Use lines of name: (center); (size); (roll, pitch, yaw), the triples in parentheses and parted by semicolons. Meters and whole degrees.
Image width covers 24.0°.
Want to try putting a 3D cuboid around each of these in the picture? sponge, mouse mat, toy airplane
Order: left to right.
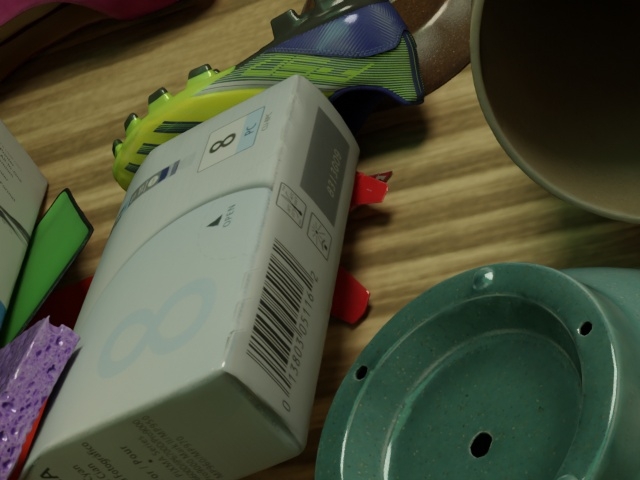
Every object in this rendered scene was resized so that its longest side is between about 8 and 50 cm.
sponge: (-0.240, 0.135, 1.005); (0.210, 0.031, 0.117); (-33, 28, 47)
mouse mat: (-0.235, 0.035, 1.195); (0.152, 0.007, 0.190); (-54, 19, 1)
toy airplane: (0.000, 0.000, 1.097); (0.151, 0.028, 0.151); (-21, 46, 24)

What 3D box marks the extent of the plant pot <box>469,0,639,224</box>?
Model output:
plant pot: (0.206, -0.188, 0.963); (0.256, 0.256, 0.274); (-29, 28, 14)

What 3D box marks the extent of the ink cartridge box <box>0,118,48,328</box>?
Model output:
ink cartridge box: (-0.359, 0.023, 1.203); (0.223, 0.129, 0.307); (-31, 23, 13)

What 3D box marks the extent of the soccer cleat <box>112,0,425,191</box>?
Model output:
soccer cleat: (-0.047, -0.086, 1.157); (0.289, 0.093, 0.121); (-28, 88, 31)

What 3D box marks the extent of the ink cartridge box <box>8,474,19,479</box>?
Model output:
ink cartridge box: (-0.225, 0.264, 1.037); (0.232, 0.066, 0.189); (-25, 45, 14)

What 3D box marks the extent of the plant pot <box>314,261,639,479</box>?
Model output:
plant pot: (0.122, 0.130, 0.750); (0.293, 0.196, 0.293); (-27, 44, 29)

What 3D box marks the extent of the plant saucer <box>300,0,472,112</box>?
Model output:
plant saucer: (0.056, -0.190, 1.202); (0.199, 0.036, 0.198); (-19, 47, 22)

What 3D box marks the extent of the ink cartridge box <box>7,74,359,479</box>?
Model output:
ink cartridge box: (-0.164, 0.070, 1.056); (0.385, 0.091, 0.308); (-23, 33, 26)

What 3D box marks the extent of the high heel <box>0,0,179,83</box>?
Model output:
high heel: (-0.263, -0.175, 1.406); (0.377, 0.127, 0.181); (-3, 84, 30)
